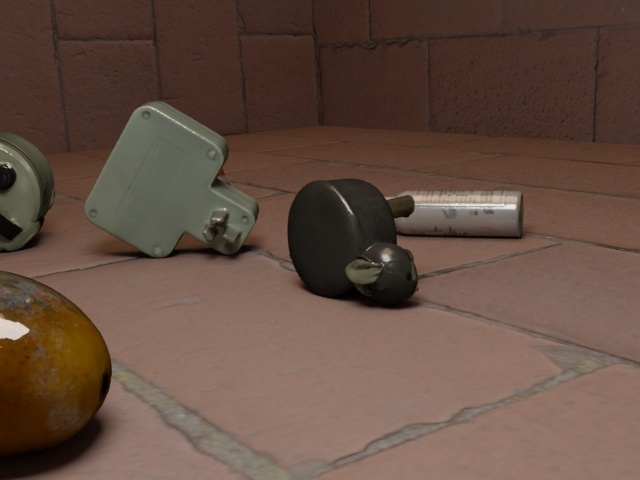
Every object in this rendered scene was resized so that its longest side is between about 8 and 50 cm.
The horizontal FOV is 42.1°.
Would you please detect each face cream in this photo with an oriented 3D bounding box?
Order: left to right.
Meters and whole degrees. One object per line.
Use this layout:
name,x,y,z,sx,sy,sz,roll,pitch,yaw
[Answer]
face cream,0.216,-0.048,1.457,0.269,0.082,0.082,1,13,20

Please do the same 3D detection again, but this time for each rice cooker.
rice cooker,-0.614,-0.088,1.543,0.226,0.226,0.244,-5,11,-11

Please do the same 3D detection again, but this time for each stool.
stool,0.055,0.010,1.137,0.139,0.153,0.228,-8,56,-37

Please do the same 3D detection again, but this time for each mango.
mango,-0.327,0.094,0.744,0.316,0.146,0.193,12,10,27

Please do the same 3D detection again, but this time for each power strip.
power strip,-0.234,-0.072,1.380,0.261,0.229,0.141,31,15,-7

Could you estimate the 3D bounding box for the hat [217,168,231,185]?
hat,-0.262,-0.170,1.937,0.094,0.162,0.112,-10,10,-16
